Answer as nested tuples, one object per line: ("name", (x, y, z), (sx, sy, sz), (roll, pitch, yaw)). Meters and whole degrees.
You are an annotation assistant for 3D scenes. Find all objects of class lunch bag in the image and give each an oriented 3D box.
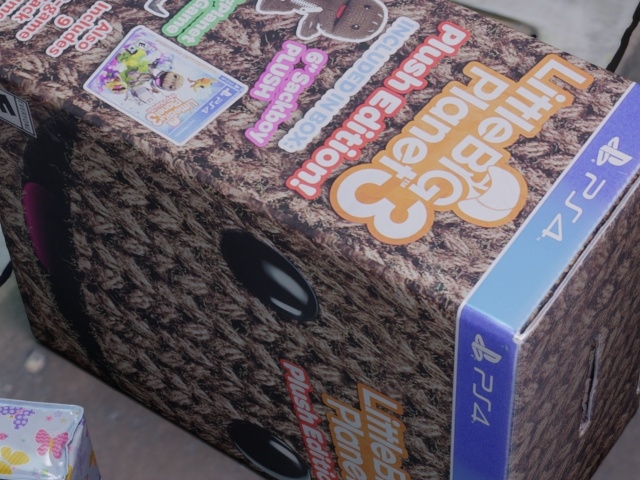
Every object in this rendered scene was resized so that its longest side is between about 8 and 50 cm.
("lunch bag", (-0.152, 0.108, 0.825), (0.083, 0.071, 0.053), (4, 53, 6))

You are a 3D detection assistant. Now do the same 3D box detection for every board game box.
("board game box", (0.000, 0.000, 0.803), (0.291, 0.232, 0.141), (27, 58, 23))
